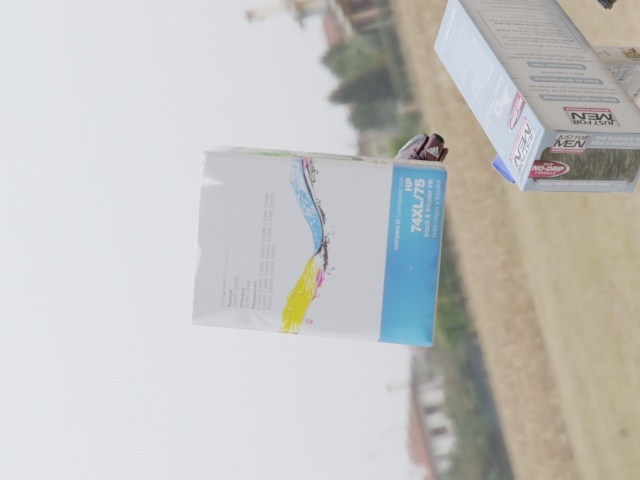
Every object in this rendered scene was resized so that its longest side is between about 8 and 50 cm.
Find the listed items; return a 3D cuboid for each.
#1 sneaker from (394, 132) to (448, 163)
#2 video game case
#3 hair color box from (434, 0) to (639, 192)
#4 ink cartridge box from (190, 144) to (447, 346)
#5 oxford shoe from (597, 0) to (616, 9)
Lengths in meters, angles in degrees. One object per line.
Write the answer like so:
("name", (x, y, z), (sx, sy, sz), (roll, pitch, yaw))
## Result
("sneaker", (0.166, -0.118, 2.554), (0.106, 0.162, 0.281), (37, -168, -15))
("video game case", (0.456, -0.226, 2.536), (0.244, 0.269, 0.061), (-9, -131, -49))
("hair color box", (0.323, -0.225, 2.114), (0.374, 0.185, 0.113), (-113, 31, -47))
("ink cartridge box", (0.000, 0.000, 1.632), (0.198, 0.270, 0.197), (-68, -17, -83))
("oxford shoe", (0.449, -0.461, 2.267), (0.083, 0.096, 0.227), (36, -141, -40))
